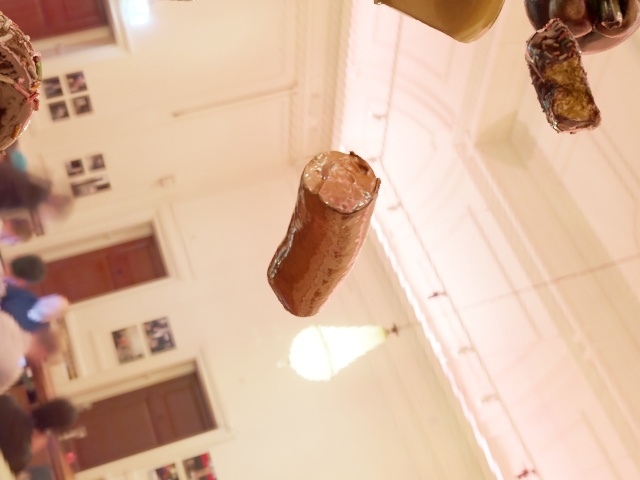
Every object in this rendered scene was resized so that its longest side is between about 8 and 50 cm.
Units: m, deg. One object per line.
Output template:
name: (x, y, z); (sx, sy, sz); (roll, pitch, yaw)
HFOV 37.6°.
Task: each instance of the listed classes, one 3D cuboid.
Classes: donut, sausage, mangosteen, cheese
donut: (0.463, -0.316, 1.831); (0.216, 0.096, 0.230); (-100, 165, -54)
sausage: (-0.001, -0.001, 1.164); (0.270, 0.109, 0.108); (114, -39, -50)
donut: (-0.506, -0.204, 1.270); (0.269, 0.270, 0.103); (89, -20, -48)
mangosteen: (0.619, -0.566, 2.128); (0.347, 0.307, 0.306); (-98, 178, -67)
cheese: (0.251, -0.544, 1.760); (0.315, 0.260, 0.128); (-65, 176, 23)
